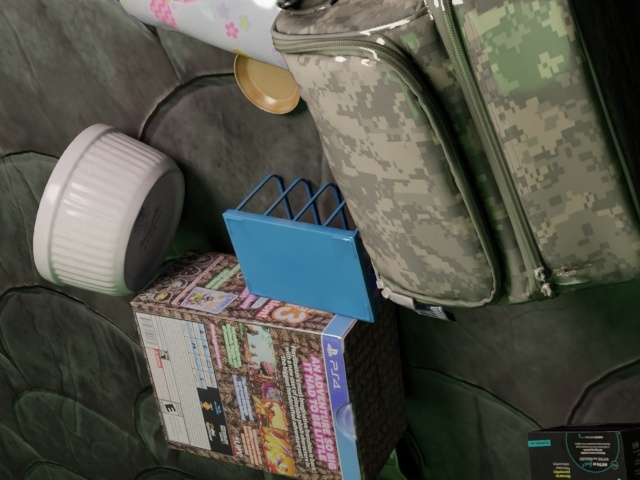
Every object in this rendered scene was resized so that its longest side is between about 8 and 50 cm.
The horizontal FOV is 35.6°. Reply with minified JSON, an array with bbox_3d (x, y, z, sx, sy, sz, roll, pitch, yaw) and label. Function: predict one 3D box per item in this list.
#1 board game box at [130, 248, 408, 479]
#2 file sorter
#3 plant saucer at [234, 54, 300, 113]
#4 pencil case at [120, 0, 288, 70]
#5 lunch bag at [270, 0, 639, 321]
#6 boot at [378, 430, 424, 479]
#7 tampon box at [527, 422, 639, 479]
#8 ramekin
[{"bbox_3d":[-0.058,0.156,1.240,0.290,0.141,0.232,8,122,26],"label":"board game box"},{"bbox_3d":[0.000,0.000,1.123,0.170,0.104,0.118,11,134,32],"label":"file sorter"},{"bbox_3d":[-0.054,-0.175,1.069,0.083,0.015,0.083,22,139,21],"label":"plant saucer"},{"bbox_3d":[-0.063,-0.235,0.941,0.273,0.113,0.124,21,118,22],"label":"pencil case"},{"bbox_3d":[0.123,-0.095,0.808,0.256,0.213,0.305,-11,123,27],"label":"lunch bag"},{"bbox_3d":[0.023,0.269,1.389,0.208,0.076,0.190,4,144,45],"label":"boot"},{"bbox_3d":[0.309,0.284,1.089,0.120,0.101,0.161,-11,80,45],"label":"tampon box"},{"bbox_3d":[-0.250,-0.029,1.226,0.109,0.207,0.207,20,138,10],"label":"ramekin"}]
